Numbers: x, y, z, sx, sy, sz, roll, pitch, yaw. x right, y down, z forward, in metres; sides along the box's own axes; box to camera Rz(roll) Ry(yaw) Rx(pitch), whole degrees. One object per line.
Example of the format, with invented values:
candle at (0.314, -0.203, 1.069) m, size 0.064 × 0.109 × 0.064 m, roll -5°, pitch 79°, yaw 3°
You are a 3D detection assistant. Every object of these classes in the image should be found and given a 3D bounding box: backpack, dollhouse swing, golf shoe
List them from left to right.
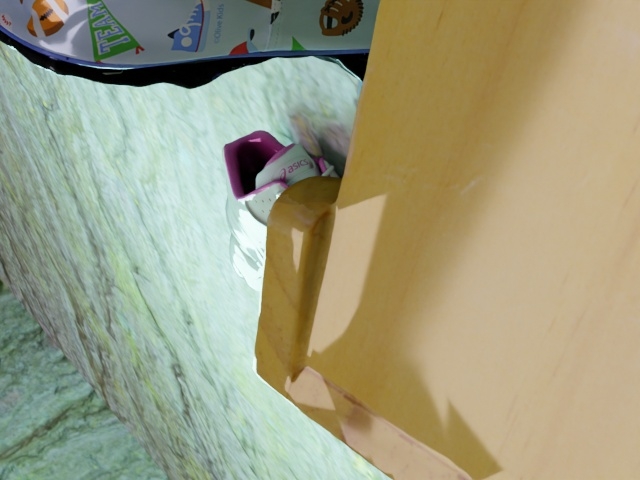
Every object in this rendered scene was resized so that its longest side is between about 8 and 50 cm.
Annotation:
backpack at (-0.082, -0.200, 0.771) m, size 0.276 × 0.263 × 0.213 m, roll 33°, pitch 134°, yaw 48°
golf shoe at (0.000, 0.000, 1.076) m, size 0.306 × 0.115 × 0.140 m, roll 29°, pitch 141°, yaw 50°
dollhouse swing at (0.189, 0.014, 0.593) m, size 0.347 × 0.315 × 0.305 m, roll 31°, pitch 108°, yaw 34°

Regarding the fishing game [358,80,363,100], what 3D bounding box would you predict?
fishing game at (0.074, -0.077, 0.903) m, size 0.264 × 0.041 × 0.189 m, roll 59°, pitch 156°, yaw 1°
